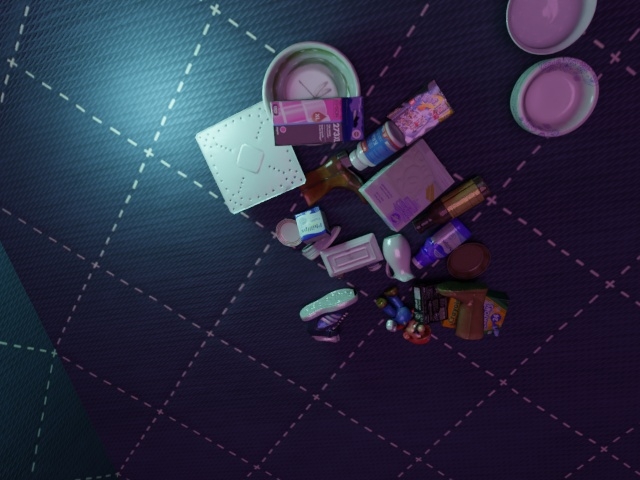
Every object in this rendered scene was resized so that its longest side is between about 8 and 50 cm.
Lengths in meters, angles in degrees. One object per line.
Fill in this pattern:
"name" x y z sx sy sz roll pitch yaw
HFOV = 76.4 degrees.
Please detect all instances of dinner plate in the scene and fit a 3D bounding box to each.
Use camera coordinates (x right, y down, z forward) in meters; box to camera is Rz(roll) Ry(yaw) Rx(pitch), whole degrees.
"dinner plate" -0.146 -0.039 1.961 0.141 0.017 0.141 4 113 11

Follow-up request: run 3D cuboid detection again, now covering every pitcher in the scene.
"pitcher" 0.347 0.082 1.899 0.125 0.178 0.207 -19 95 -31

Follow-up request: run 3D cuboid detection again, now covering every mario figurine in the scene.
"mario figurine" 0.430 0.375 1.973 0.198 0.170 0.320 -41 99 17

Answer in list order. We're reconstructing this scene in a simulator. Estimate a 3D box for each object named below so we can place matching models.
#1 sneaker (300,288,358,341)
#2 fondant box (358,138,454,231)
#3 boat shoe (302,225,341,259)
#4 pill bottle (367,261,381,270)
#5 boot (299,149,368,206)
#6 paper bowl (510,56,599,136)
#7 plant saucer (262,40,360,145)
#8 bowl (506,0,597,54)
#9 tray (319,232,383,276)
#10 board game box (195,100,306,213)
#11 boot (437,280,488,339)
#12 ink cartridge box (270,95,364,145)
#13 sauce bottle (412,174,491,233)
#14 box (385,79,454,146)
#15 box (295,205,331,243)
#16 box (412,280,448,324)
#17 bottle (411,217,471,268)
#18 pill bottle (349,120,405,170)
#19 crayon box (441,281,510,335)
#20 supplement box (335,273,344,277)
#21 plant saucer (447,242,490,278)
"sneaker" 0.079 0.396 2.058 0.323 0.130 0.236 -25 116 11
"fondant box" 0.365 -0.232 1.732 0.330 0.096 0.238 -41 102 1
"boat shoe" 0.000 0.000 1.928 0.081 0.079 0.227 40 114 -13
"pill bottle" 0.238 0.080 1.935 0.067 0.067 0.120 -23 107 15
"boot" 0.057 -0.227 1.826 0.280 0.096 0.264 -29 105 17
"paper bowl" 0.885 -0.550 1.567 0.284 0.148 0.284 2 111 6
"plant saucer" -0.035 -0.602 1.684 0.400 0.100 0.400 1 112 3
"bowl" 0.811 -0.831 1.475 0.298 0.134 0.298 3 111 7
"tray" 0.143 0.075 1.891 0.270 0.030 0.145 -20 106 13
"board game box" -0.306 -0.367 1.817 0.390 0.050 0.390 -21 100 14
"boot" 0.650 0.329 1.881 0.236 0.089 0.269 2 112 7
"ink cartridge box" -0.010 -0.481 1.646 0.371 0.069 0.175 -3 112 3
"sauce bottle" 0.565 -0.149 1.784 0.344 0.111 0.111 -32 104 19
"box" 0.411 -0.527 1.691 0.233 0.044 0.159 -34 103 18
"box" -0.034 -0.069 1.877 0.126 0.072 0.137 -20 72 14
"box" 0.518 0.290 1.919 0.147 0.077 0.180 -7 94 -23
"bottle" 0.543 0.019 1.855 0.118 0.092 0.283 37 112 -28
"pill bottle" 0.233 -0.388 1.709 0.221 0.124 0.124 -32 105 34
"crayon box" 0.715 0.330 1.964 0.323 0.083 0.203 10 112 4
"supplement box" 0.096 0.134 1.982 0.043 0.055 0.083 2 111 8
"plant saucer" 0.682 0.089 1.885 0.199 0.036 0.198 -1 119 -2
